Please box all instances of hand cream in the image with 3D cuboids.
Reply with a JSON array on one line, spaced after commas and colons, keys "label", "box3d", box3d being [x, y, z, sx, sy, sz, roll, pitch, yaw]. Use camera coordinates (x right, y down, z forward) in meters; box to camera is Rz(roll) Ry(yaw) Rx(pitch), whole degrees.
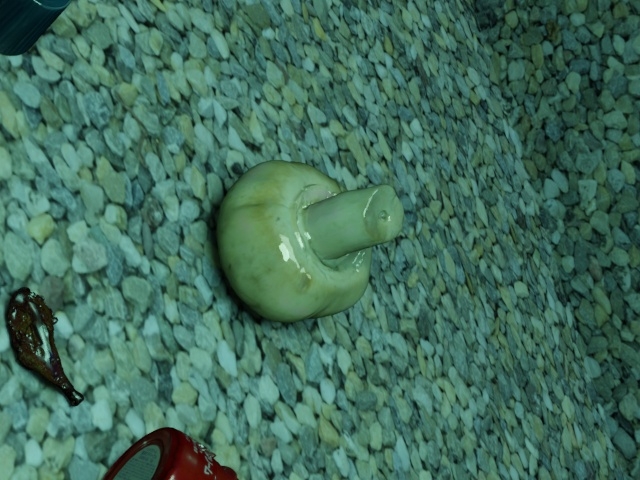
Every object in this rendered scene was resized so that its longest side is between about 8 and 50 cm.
[{"label": "hand cream", "box3d": [-0.245, 0.412, 1.411, 0.149, 0.230, 0.230, 42, 45, -22]}]

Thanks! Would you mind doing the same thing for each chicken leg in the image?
[{"label": "chicken leg", "box3d": [-0.437, 0.170, 1.458, 0.093, 0.053, 0.205, -4, 77, -64]}]

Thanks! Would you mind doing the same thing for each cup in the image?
[{"label": "cup", "box3d": [-0.515, -0.429, 1.585, 0.131, 0.155, 0.176, 9, 67, -46]}]

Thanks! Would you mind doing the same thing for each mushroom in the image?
[{"label": "mushroom", "box3d": [-0.027, 0.015, 1.814, 0.353, 0.353, 0.325, 37, 78, -31]}]
